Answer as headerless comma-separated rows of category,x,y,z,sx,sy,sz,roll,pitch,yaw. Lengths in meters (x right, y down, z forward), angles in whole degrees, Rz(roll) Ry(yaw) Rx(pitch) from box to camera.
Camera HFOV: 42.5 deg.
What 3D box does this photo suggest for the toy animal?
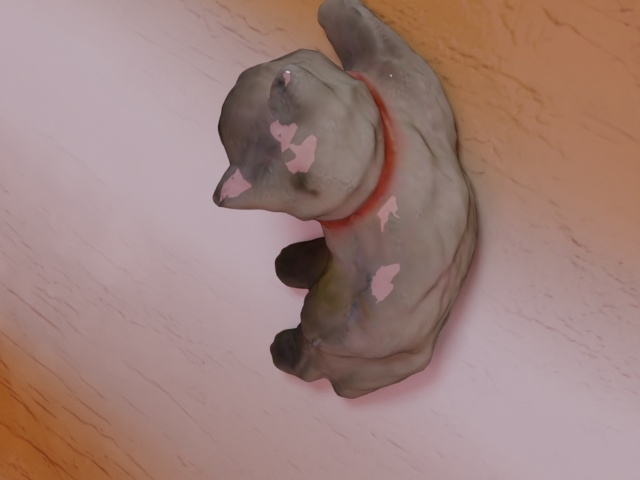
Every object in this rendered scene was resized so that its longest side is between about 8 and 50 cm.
toy animal,0.000,0.000,0.660,0.266,0.188,0.308,41,114,5
